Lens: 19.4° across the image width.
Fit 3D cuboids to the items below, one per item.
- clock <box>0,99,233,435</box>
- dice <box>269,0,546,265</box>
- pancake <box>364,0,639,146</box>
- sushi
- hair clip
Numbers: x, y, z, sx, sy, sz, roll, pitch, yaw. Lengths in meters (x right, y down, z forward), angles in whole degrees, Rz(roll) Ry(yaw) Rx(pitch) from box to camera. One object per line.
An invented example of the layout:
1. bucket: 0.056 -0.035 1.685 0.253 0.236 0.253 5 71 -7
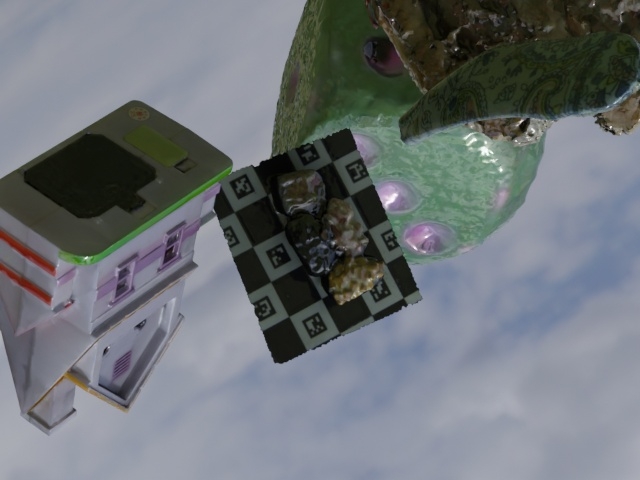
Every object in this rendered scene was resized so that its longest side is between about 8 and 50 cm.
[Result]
1. clock: -0.238 0.047 1.917 0.235 0.166 0.309 -37 151 -43
2. dice: 0.118 -0.176 2.530 0.322 0.330 0.318 116 -17 -50
3. pancake: 0.202 -0.265 1.759 0.382 0.382 0.071 -22 177 37
4. sushi: 0.000 0.000 2.038 0.192 0.215 0.050 -23 179 -21
5. hair clip: 0.121 -0.098 1.242 0.229 0.036 0.066 -11 -123 51
